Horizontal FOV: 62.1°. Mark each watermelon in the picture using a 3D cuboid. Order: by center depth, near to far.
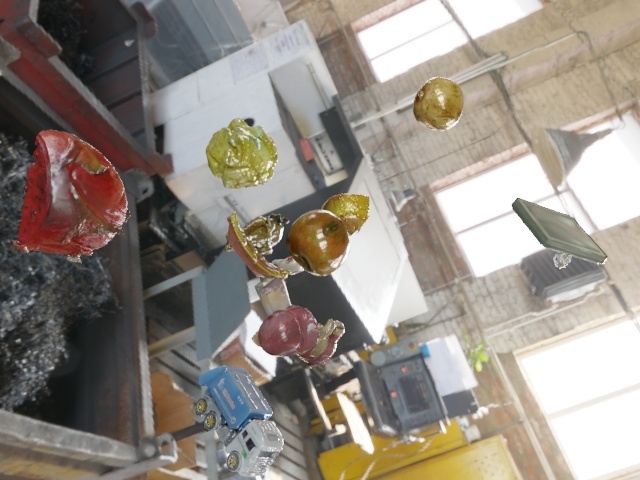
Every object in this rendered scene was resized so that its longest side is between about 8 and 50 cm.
[{"bbox_3d":[0.947,0.073,2.110,0.061,0.085,0.085,43,15,-15],"label":"watermelon"}]

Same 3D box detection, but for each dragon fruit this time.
[{"bbox_3d":[-0.651,-0.106,1.422,0.100,0.282,0.343,27,-75,63],"label":"dragon fruit"}]

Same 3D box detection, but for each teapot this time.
[{"bbox_3d":[-0.114,0.106,2.508,0.145,0.226,0.092,8,63,-80],"label":"teapot"}]

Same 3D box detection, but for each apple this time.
[{"bbox_3d":[0.000,0.000,1.827,0.237,0.207,0.237,40,-16,14],"label":"apple"}]

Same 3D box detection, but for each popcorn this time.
[{"bbox_3d":[-0.210,-0.231,1.418,0.185,0.187,0.167,34,-50,32],"label":"popcorn"}]

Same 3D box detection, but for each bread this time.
[{"bbox_3d":[0.067,-0.091,2.056,0.147,0.260,0.160,24,65,-20],"label":"bread"}]

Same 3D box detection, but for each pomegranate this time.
[{"bbox_3d":[0.477,-0.561,2.187,0.215,0.215,0.215,-23,90,-82],"label":"pomegranate"}]

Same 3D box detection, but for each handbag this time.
[{"bbox_3d":[-0.179,0.222,2.040,0.117,0.095,0.173,-36,118,-39],"label":"handbag"}]

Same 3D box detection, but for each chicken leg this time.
[{"bbox_3d":[-0.291,-0.004,2.190,0.140,0.211,0.361,35,31,20],"label":"chicken leg"}]

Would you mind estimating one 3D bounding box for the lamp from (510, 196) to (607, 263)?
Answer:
[{"bbox_3d":[0.809,-0.036,1.810,0.269,0.047,0.266,15,31,-17],"label":"lamp"}]

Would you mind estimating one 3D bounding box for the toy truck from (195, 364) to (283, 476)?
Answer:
[{"bbox_3d":[-0.266,0.565,1.706,0.367,0.175,0.146,48,11,35],"label":"toy truck"}]

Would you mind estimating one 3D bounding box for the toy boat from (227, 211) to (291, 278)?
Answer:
[{"bbox_3d":[-0.231,0.037,1.820,0.318,0.099,0.141,50,0,-29],"label":"toy boat"}]

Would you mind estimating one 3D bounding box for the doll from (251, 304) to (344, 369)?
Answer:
[{"bbox_3d":[-0.060,0.266,1.523,0.256,0.196,0.152,23,30,-47],"label":"doll"}]

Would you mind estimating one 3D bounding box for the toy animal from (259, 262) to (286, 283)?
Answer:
[{"bbox_3d":[-0.209,0.135,2.131,0.176,0.073,0.217,63,5,-17],"label":"toy animal"}]
